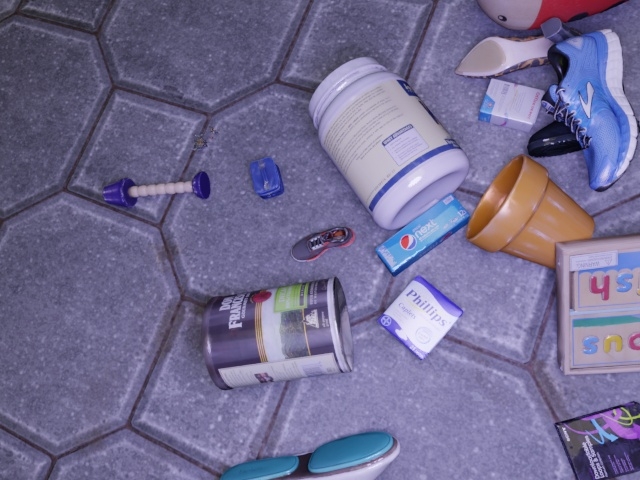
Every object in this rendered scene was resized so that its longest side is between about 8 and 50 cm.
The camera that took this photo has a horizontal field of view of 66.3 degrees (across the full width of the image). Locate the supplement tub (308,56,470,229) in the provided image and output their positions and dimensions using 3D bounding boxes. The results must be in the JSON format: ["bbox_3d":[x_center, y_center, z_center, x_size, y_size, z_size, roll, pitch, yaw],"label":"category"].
[{"bbox_3d":[0.140,-0.213,1.074,0.235,0.235,0.325,-34,73,2],"label":"supplement tub"}]

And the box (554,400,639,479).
[{"bbox_3d":[0.556,0.392,0.947,0.162,0.029,0.116,-20,73,8],"label":"box"}]

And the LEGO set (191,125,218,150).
[{"bbox_3d":[-0.308,-0.264,1.299,0.083,0.023,0.054,-26,74,-9],"label":"LEGO set"}]

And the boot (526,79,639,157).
[{"bbox_3d":[0.554,-0.304,1.079,0.246,0.094,0.207,-12,78,2],"label":"boot"}]

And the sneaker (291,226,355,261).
[{"bbox_3d":[0.000,0.000,1.142,0.158,0.065,0.061,-22,73,6],"label":"sneaker"}]

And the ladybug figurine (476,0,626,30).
[{"bbox_3d":[0.563,-0.590,1.080,0.449,0.162,0.305,-15,34,9],"label":"ladybug figurine"}]

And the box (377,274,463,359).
[{"bbox_3d":[0.214,0.165,1.053,0.126,0.072,0.137,40,87,17],"label":"box"}]

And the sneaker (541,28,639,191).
[{"bbox_3d":[0.516,-0.251,0.971,0.147,0.130,0.330,-5,75,8],"label":"sneaker"}]

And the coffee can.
[{"bbox_3d":[-0.083,0.197,1.042,0.275,0.201,0.202,-10,75,9],"label":"coffee can"}]

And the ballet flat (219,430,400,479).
[{"bbox_3d":[-0.015,0.499,1.007,0.400,0.139,0.139,-18,74,12],"label":"ballet flat"}]

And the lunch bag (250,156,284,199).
[{"bbox_3d":[-0.133,-0.150,1.207,0.067,0.065,0.098,-18,73,8],"label":"lunch bag"}]

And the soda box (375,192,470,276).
[{"bbox_3d":[0.227,-0.010,1.092,0.210,0.071,0.067,-36,72,2],"label":"soda box"}]

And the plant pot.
[{"bbox_3d":[0.435,-0.041,1.002,0.188,0.205,0.205,30,84,2],"label":"plant pot"}]

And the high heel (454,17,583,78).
[{"bbox_3d":[0.469,-0.426,1.154,0.261,0.186,0.093,-11,85,44],"label":"high heel"}]

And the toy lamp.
[{"bbox_3d":[-0.425,-0.128,1.260,0.274,0.080,0.080,-3,76,11],"label":"toy lamp"}]

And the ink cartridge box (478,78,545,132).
[{"bbox_3d":[0.439,-0.310,1.129,0.122,0.052,0.089,20,82,17],"label":"ink cartridge box"}]

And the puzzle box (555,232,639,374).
[{"bbox_3d":[0.658,0.114,0.911,0.408,0.052,0.272,-7,108,10],"label":"puzzle box"}]
